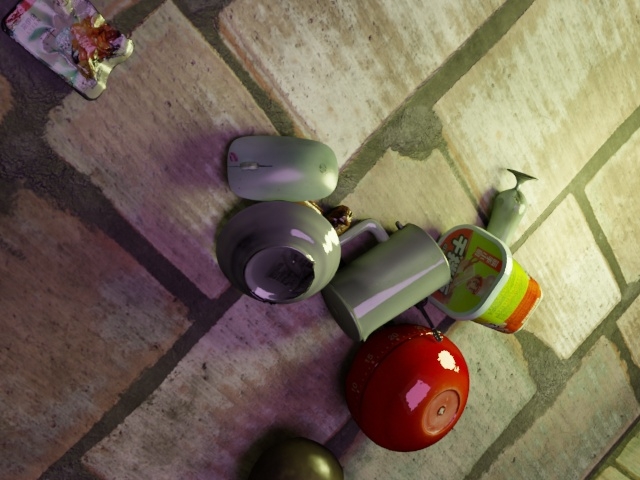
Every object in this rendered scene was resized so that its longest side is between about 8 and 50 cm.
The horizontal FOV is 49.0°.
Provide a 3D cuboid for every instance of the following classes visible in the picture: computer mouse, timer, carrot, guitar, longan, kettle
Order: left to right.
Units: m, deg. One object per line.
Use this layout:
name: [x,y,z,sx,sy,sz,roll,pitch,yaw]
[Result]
computer mouse: [-0.083,-0.173,1.705,0.288,0.097,0.159,1,90,-31]
longan: [-0.074,0.722,1.989,0.288,0.288,0.350,-5,121,-30]
carrot: [-0.001,-0.001,1.855,0.229,0.069,0.069,-48,126,-17]
kettle: [0.165,0.093,1.928,0.318,0.205,0.265,-32,125,-14]
timer: [0.264,0.439,2.081,0.378,0.279,0.378,-14,116,-30]
guitar: [0.290,0.195,2.039,0.088,0.233,0.025,-25,154,-7]

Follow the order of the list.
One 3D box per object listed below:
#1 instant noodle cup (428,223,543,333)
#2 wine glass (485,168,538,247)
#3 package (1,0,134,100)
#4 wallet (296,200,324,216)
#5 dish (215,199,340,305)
instant noodle cup: [0.502,0.136,2.128,0.308,0.294,0.294,28,93,-43]
wine glass: [0.583,-0.097,2.167,0.103,0.103,0.231,7,107,-34]
package: [-0.498,-0.407,1.416,0.166,0.040,0.232,-49,125,-5]
wallet: [-0.099,-0.042,1.810,0.195,0.042,0.161,-53,131,-5]
dish: [-0.103,0.058,1.722,0.316,0.106,0.316,-1,124,-2]
